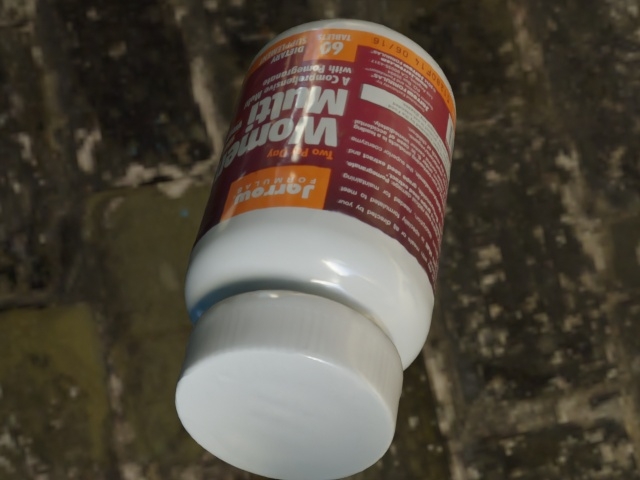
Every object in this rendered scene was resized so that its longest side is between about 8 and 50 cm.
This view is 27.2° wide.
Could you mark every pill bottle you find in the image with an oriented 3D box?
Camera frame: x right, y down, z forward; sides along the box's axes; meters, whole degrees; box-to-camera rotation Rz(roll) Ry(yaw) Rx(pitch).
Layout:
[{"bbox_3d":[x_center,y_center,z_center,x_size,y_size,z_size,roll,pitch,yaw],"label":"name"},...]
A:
[{"bbox_3d":[0.000,0.000,0.661,0.121,0.121,0.221,103,180,-47],"label":"pill bottle"}]
